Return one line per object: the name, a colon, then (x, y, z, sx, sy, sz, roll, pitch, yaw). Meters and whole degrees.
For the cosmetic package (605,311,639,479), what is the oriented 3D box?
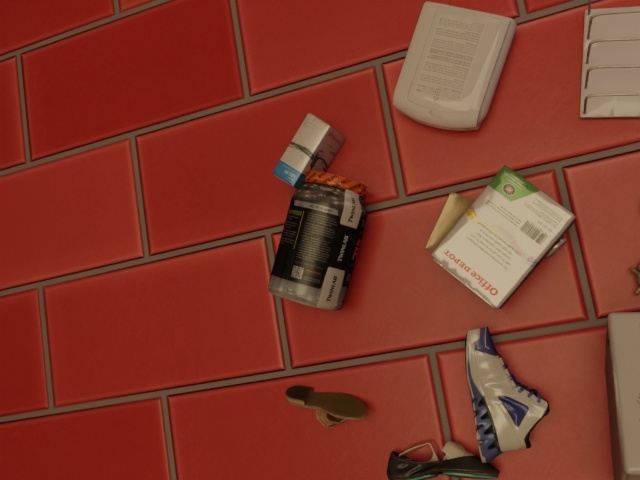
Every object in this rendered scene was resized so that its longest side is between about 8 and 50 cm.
cosmetic package: (0.793, 0.349, 1.407, 0.394, 0.327, 0.329, -3, 58, 19)

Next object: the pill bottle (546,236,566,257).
pill bottle: (0.540, -0.019, 1.726, 0.065, 0.065, 0.116, -45, 71, 9)

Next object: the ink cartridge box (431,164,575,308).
ink cartridge box: (0.430, -0.003, 1.664, 0.201, 0.117, 0.278, 41, 97, 18)

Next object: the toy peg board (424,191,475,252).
toy peg board: (0.370, -0.019, 1.791, 0.161, 0.079, 0.161, 24, 94, 5)

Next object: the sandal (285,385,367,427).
sandal: (0.018, 0.453, 1.862, 0.240, 0.088, 0.079, 10, 118, 27)

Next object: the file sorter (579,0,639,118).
file sorter: (0.722, -0.445, 1.656, 0.193, 0.173, 0.277, 3, 84, 19)

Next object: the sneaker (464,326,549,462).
sneaker: (0.450, 0.363, 1.693, 0.182, 0.127, 0.315, -8, 79, 8)

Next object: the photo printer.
photo printer: (0.339, -0.443, 1.823, 0.256, 0.107, 0.307, 18, 90, 20)

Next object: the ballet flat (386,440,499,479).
ballet flat: (0.295, 0.546, 1.734, 0.280, 0.095, 0.096, -10, 69, 18)

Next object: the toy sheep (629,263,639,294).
toy sheep: (0.774, 0.073, 1.626, 0.091, 0.091, 0.132, 40, 111, 19)

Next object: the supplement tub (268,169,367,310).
supplement tub: (0.000, 0.000, 1.837, 0.207, 0.207, 0.338, 15, 89, 20)

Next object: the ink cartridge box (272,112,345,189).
ink cartridge box: (-0.030, -0.231, 1.910, 0.082, 0.139, 0.190, 35, 95, 21)
